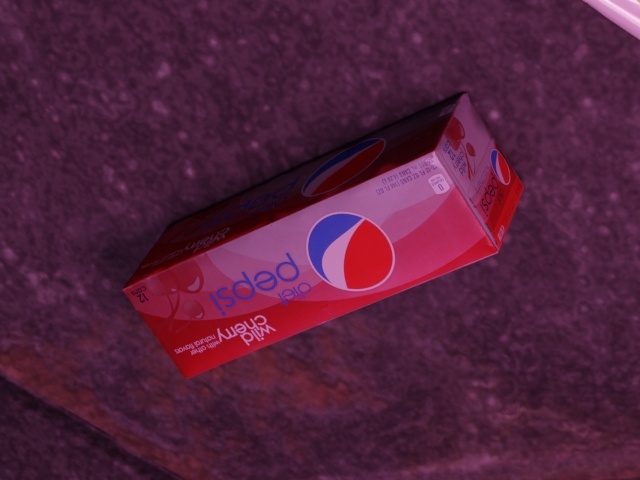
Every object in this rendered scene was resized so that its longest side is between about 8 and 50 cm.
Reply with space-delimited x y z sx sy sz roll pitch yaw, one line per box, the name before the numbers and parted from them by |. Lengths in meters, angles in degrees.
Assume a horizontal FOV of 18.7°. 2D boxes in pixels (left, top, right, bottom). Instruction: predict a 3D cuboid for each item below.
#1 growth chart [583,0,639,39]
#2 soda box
growth chart | 0.251 -0.197 1.140 0.172 0.021 0.237 27 126 2
soda box | 0.000 0.000 1.305 0.263 0.092 0.083 -24 111 30
